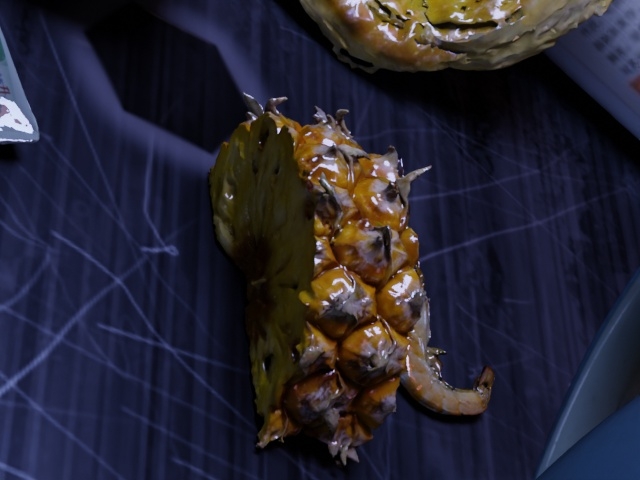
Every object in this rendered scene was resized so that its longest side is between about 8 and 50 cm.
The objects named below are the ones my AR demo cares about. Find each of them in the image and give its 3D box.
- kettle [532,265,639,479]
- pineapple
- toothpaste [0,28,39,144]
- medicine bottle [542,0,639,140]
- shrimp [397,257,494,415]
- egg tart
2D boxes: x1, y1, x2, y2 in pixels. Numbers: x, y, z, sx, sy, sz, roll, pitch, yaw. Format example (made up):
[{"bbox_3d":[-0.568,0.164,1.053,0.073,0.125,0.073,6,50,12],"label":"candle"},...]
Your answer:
[{"bbox_3d":[0.206,0.139,0.988,0.247,0.342,0.319,7,43,-28],"label":"kettle"},{"bbox_3d":[0.001,0.000,1.140,0.079,0.135,0.233,13,46,-36],"label":"pineapple"},{"bbox_3d":[-0.218,-0.143,1.160,0.064,0.041,0.218,-1,55,-31],"label":"toothpaste"},{"bbox_3d":[0.209,-0.260,1.566,0.371,0.211,0.211,43,34,-2],"label":"medicine bottle"},{"bbox_3d":[0.076,0.064,1.248,0.083,0.023,0.114,23,44,-32],"label":"shrimp"},{"bbox_3d":[0.093,-0.244,1.426,0.291,0.291,0.107,43,3,0],"label":"egg tart"}]
